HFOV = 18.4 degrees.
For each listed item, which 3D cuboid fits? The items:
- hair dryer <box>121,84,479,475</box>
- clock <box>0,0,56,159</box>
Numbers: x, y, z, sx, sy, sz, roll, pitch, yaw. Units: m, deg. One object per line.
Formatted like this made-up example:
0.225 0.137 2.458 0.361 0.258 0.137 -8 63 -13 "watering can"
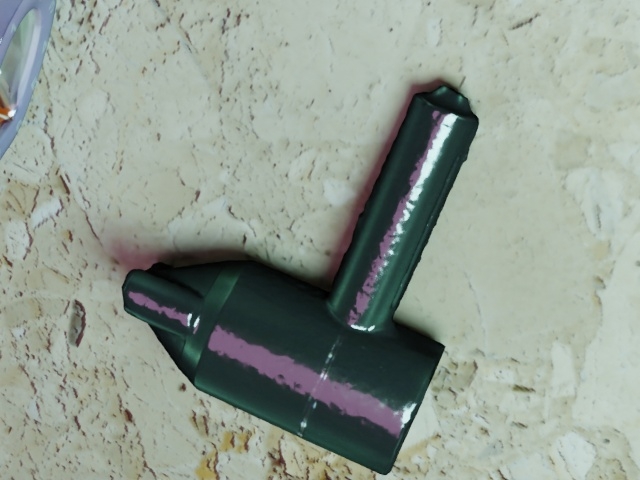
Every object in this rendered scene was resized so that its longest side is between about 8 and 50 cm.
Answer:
0.000 0.000 1.504 0.244 0.116 0.302 25 108 3 "hair dryer"
-0.262 -0.114 1.480 0.064 0.172 0.198 25 82 3 "clock"
